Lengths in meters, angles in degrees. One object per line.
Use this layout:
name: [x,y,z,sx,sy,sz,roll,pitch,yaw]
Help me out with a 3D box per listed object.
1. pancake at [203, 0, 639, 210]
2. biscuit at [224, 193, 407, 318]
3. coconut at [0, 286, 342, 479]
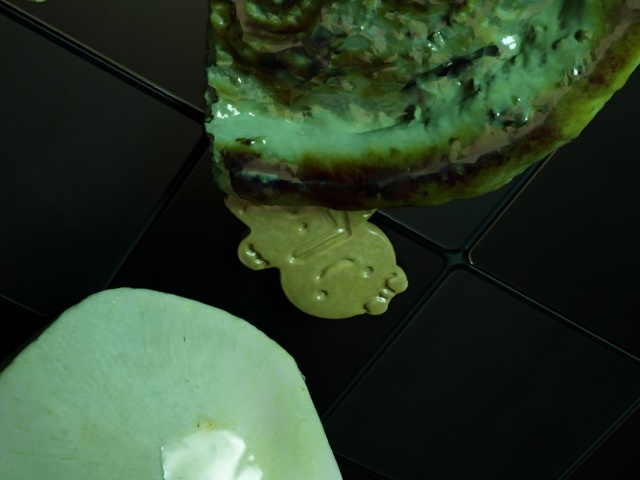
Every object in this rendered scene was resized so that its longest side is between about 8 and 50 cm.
pancake: [0.084,-0.167,0.895,0.427,0.067,0.304,-11,116,16]
biscuit: [-0.006,0.000,1.054,0.134,0.027,0.184,-16,121,5]
coconut: [-0.150,0.215,1.021,0.353,0.352,0.352,-1,122,-2]
